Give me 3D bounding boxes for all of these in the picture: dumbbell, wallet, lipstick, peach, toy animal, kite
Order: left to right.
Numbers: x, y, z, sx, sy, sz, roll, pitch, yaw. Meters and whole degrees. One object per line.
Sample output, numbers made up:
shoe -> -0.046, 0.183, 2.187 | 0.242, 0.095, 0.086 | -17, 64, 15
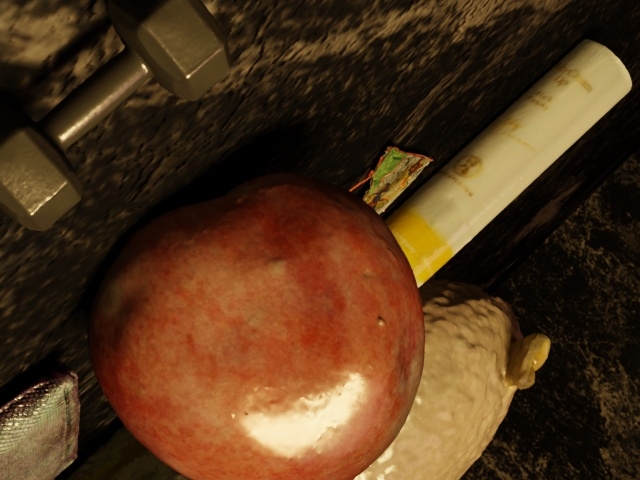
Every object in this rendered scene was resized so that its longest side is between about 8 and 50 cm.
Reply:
wallet -> -0.183, 0.127, 0.578 | 0.166, 0.030, 0.111 | -40, 164, -29
dumbbell -> -0.066, -0.041, 0.355 | 0.083, 0.036, 0.040 | -42, 171, -8
peach -> -0.026, 0.052, 0.562 | 0.152, 0.152, 0.152 | -42, 169, -10
kite -> 0.000, 0.000, 0.818 | 0.244, 0.006, 0.198 | -36, 167, -38
toy animal -> 0.060, 0.143, 1.096 | 0.358, 0.188, 0.226 | -32, 153, -44
lipstick -> 0.135, -0.055, 0.961 | 0.264, 0.059, 0.059 | -43, 169, -10

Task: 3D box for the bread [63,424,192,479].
bread -> -0.097, 0.196, 0.809 | 0.158, 0.156, 0.260 | -45, 168, -4
